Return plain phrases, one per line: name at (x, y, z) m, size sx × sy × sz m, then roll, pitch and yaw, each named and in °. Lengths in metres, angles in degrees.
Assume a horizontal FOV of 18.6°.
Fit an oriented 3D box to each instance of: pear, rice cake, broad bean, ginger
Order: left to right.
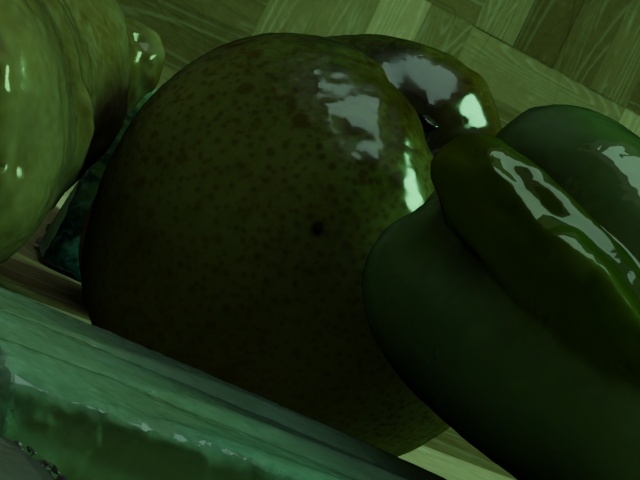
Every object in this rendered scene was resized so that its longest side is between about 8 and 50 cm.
ginger at (-0.144, -0.057, 0.681) m, size 0.189 × 0.126 × 0.354 m, roll 6°, pitch 11°, yaw -11°
rice cake at (-0.013, 0.067, 0.510) m, size 0.211 × 0.038 × 0.124 m, roll 24°, pitch 3°, yaw -31°
pear at (0.000, 0.000, 0.695) m, size 0.167 × 0.136 × 0.167 m, roll 38°, pitch 28°, yaw -25°
broad bean at (0.106, 0.059, 0.578) m, size 0.228 × 0.100 × 0.169 m, roll 48°, pitch 3°, yaw -21°

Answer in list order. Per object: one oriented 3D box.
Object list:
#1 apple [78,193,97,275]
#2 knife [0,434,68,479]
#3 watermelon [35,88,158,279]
apple at (-0.064, 0.005, 0.832) m, size 0.084 × 0.071 × 0.084 m, roll 23°, pitch 11°, yaw -5°
knife at (-0.056, 0.066, 0.221) m, size 0.132 × 0.038 × 0.398 m, roll 32°, pitch 1°, yaw -12°
watermelon at (-0.075, -0.012, 1.010) m, size 0.154 × 0.094 × 0.241 m, roll 32°, pitch -2°, yaw -19°
